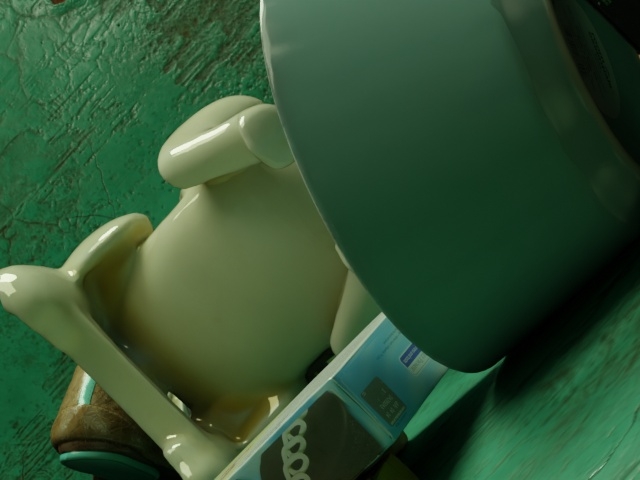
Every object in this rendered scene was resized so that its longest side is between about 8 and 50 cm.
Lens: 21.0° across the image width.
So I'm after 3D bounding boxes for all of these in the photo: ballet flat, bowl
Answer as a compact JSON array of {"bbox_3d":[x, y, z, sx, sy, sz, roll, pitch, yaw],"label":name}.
[{"bbox_3d":[-0.175,0.189,1.653,0.342,0.116,0.124,63,-151,-66],"label":"ballet flat"},{"bbox_3d":[0.113,-0.085,1.118,0.163,0.311,0.311,-24,14,25],"label":"bowl"}]

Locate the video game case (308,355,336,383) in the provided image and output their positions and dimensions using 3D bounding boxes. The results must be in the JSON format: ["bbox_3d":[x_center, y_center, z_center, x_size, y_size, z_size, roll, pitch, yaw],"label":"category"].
[{"bbox_3d":[0.044,0.070,1.776,0.210,0.042,0.232,-43,5,45],"label":"video game case"}]

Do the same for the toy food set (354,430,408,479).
[{"bbox_3d":[0.024,0.169,1.221,0.082,0.020,0.083,-44,6,45],"label":"toy food set"}]

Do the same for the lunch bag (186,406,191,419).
[{"bbox_3d":[-0.158,0.168,2.071,0.235,0.169,0.287,-48,9,-14],"label":"lunch bag"}]

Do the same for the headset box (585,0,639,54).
[{"bbox_3d":[0.243,-0.240,1.015,0.246,0.283,0.131,-46,5,26],"label":"headset box"}]

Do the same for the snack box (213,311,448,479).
[{"bbox_3d":[-0.036,0.170,1.177,0.322,0.060,0.187,-47,-2,30],"label":"snack box"}]

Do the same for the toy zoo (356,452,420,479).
[{"bbox_3d":[-0.029,0.238,1.041,0.192,0.030,0.293,-45,4,24],"label":"toy zoo"}]

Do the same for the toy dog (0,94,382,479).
[{"bbox_3d":[0.000,0.000,1.470,0.408,0.284,0.395,-46,-15,4],"label":"toy dog"}]
